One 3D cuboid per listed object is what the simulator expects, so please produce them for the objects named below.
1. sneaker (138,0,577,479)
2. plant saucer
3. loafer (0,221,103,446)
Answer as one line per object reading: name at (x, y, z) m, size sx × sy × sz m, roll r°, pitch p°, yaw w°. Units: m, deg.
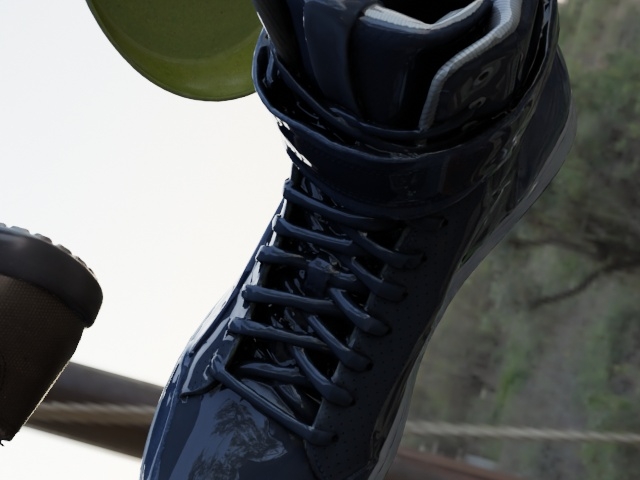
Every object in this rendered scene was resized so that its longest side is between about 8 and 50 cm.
sneaker at (-0.001, -0.001, 0.396) m, size 0.226 × 0.086 × 0.163 m, roll -58°, pitch -19°, yaw -11°
plant saucer at (-0.070, -0.207, 0.819) m, size 0.241 × 0.037 × 0.241 m, roll -17°, pitch -67°, yaw -45°
loafer at (-0.319, 0.042, 0.787) m, size 0.134 × 0.366 × 0.130 m, roll 70°, pitch -151°, yaw -63°
